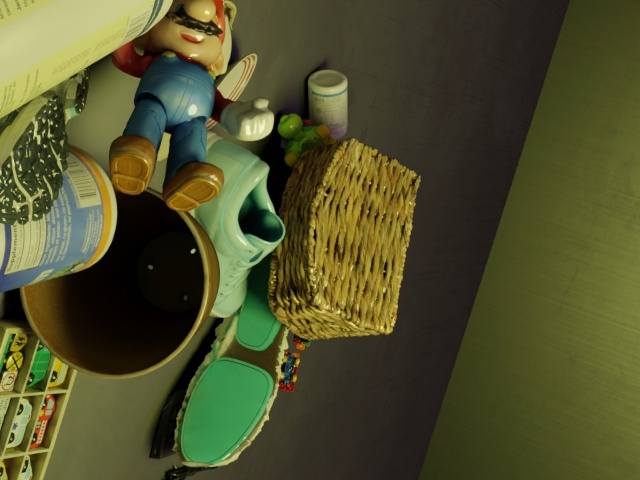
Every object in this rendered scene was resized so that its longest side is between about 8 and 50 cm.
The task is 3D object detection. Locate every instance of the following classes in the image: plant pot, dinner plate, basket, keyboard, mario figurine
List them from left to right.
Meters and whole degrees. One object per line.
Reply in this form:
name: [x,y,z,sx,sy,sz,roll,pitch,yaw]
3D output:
plant pot: [-0.228,0.047,1.298,0.254,0.237,0.237,2,107,-81]
mario figurine: [-0.165,-0.208,1.173,0.198,0.170,0.320,51,32,-50]
keyboard: [-0.202,0.345,1.784,0.317,0.033,0.201,-3,111,-64]
dinner plate: [-0.140,-0.218,1.445,0.141,0.017,0.141,-54,175,-7]
basket: [0.000,0.000,1.635,0.213,0.223,0.299,23,71,-34]

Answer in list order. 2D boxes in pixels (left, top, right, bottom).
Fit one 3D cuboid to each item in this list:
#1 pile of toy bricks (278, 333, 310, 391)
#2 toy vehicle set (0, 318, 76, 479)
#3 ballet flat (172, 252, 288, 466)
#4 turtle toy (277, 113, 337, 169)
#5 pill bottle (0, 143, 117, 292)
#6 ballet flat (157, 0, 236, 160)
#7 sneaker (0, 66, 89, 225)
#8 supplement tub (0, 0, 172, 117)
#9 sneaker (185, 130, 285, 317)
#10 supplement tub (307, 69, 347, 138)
pile of toy bricks: [-0.080,0.176,1.855,0.105,0.118,0.212,125,-23,-70]
toy vehicle set: [-0.397,0.231,1.269,0.166,0.035,0.267,10,100,-66]
ballet flat: [-0.126,0.209,1.702,0.409,0.147,0.147,-66,157,-21]
turtle toy: [-0.032,-0.171,1.696,0.095,0.066,0.130,-41,153,-1]
pill bottle: [-0.353,-0.017,1.027,0.272,0.152,0.152,-19,125,-60]
ballet flat: [-0.170,-0.219,1.346,0.086,0.086,0.248,-4,112,-64]
sneaker: [-0.312,-0.118,0.982,0.283,0.122,0.110,-87,180,-49]
supplement tub: [-0.305,-0.225,0.845,0.325,0.235,0.235,-42,145,-37]
sneaker: [-0.130,0.008,1.517,0.135,0.150,0.366,-51,154,-34]
supplement tub: [0.013,-0.238,1.738,0.071,0.071,0.107,-48,149,-40]
